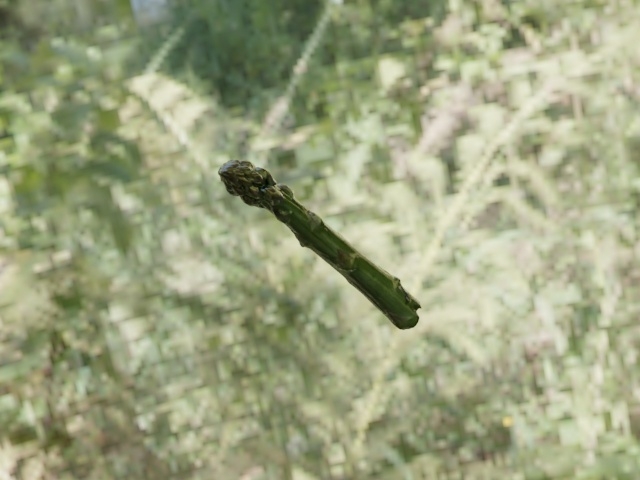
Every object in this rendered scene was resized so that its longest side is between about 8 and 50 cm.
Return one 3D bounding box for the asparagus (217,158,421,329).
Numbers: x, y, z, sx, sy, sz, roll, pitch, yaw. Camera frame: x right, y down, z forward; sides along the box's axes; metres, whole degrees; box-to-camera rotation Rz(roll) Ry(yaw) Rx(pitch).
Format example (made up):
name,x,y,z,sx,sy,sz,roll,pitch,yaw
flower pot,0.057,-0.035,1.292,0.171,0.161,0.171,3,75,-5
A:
name,x,y,z,sx,sy,sz,roll,pitch,yaw
asparagus,0.000,0.000,0.594,0.014,0.114,0.015,-47,43,4
